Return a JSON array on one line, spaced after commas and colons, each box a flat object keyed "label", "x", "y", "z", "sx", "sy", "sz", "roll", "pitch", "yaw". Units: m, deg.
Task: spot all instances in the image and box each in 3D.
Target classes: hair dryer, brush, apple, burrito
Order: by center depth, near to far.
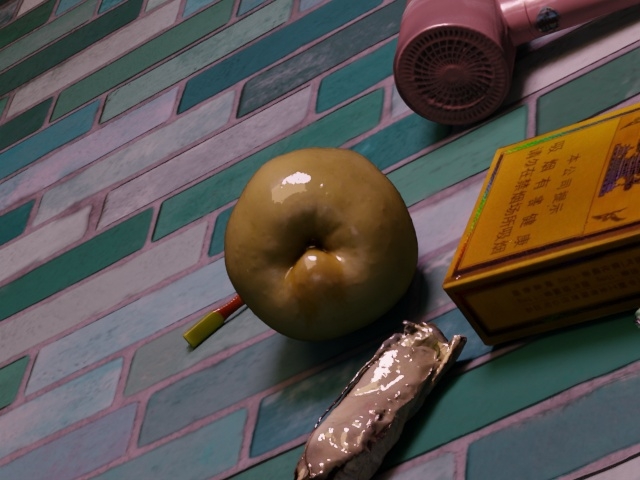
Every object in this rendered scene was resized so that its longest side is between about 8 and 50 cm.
[{"label": "burrito", "x": 0.043, "y": 0.156, "z": 1.705, "sx": 0.229, "sy": 0.063, "sz": 0.058, "roll": -50, "pitch": 19, "yaw": -26}, {"label": "apple", "x": 0.000, "y": 0.000, "z": 1.879, "sx": 0.200, "sy": 0.200, "sz": 0.200, "roll": -30, "pitch": 27, "yaw": 17}, {"label": "brush", "x": -0.107, "y": 0.079, "z": 2.068, "sx": 0.083, "sy": 0.019, "sz": 0.021, "roll": -39, "pitch": 17, "yaw": 2}, {"label": "hair dryer", "x": 0.252, "y": -0.258, "z": 2.074, "sx": 0.352, "sy": 0.125, "sz": 0.210, "roll": -15, "pitch": 32, "yaw": 21}]

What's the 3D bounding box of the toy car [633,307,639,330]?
[{"label": "toy car", "x": 0.310, "y": 0.065, "z": 1.525, "sx": 0.073, "sy": 0.054, "sz": 0.143, "roll": -46, "pitch": 31, "yaw": -13}]

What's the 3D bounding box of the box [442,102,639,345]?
[{"label": "box", "x": 0.269, "y": -0.031, "z": 1.693, "sx": 0.301, "sy": 0.084, "sz": 0.193, "roll": -17, "pitch": 34, "yaw": 36}]
